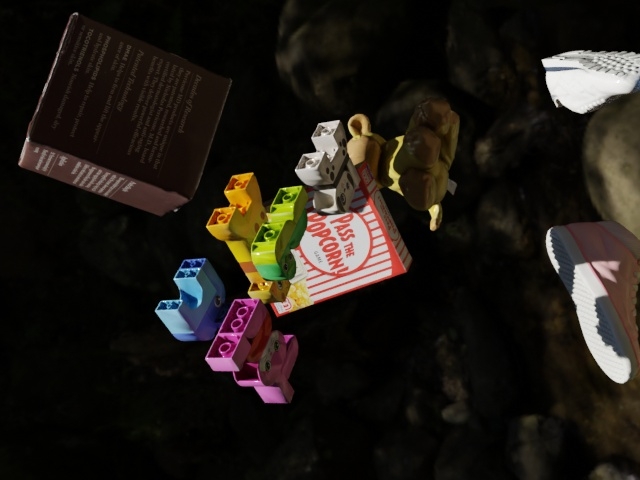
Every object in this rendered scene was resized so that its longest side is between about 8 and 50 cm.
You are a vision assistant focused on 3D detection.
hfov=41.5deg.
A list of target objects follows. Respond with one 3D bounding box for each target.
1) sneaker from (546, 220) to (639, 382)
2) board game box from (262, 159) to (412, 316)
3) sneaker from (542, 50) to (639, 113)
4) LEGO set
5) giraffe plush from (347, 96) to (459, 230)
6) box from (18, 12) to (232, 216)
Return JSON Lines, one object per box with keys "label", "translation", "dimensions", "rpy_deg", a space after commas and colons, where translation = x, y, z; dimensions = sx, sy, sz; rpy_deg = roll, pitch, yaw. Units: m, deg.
{"label": "sneaker", "translation": [0.235, 0.041, 0.663], "dimensions": [0.051, 0.070, 0.134], "rpy_deg": [97, 158, -61]}
{"label": "board game box", "translation": [0.000, 0.000, 1.092], "dimensions": [0.146, 0.194, 0.045], "rpy_deg": [63, -157, -12]}
{"label": "sneaker", "translation": [0.447, -0.252, 1.365], "dimensions": [0.235, 0.090, 0.094], "rpy_deg": [-135, 33, -69]}
{"label": "LEGO set", "translation": [-0.037, 0.024, 0.599], "dimensions": [0.093, 0.087, 0.227], "rpy_deg": [62, -144, -36]}
{"label": "giraffe plush", "translation": [0.108, -0.121, 1.276], "dimensions": [0.210, 0.171, 0.181], "rpy_deg": [58, -133, -63]}
{"label": "box", "translation": [-0.249, -0.147, 1.059], "dimensions": [0.168, 0.203, 0.167], "rpy_deg": [-14, 58, 66]}
